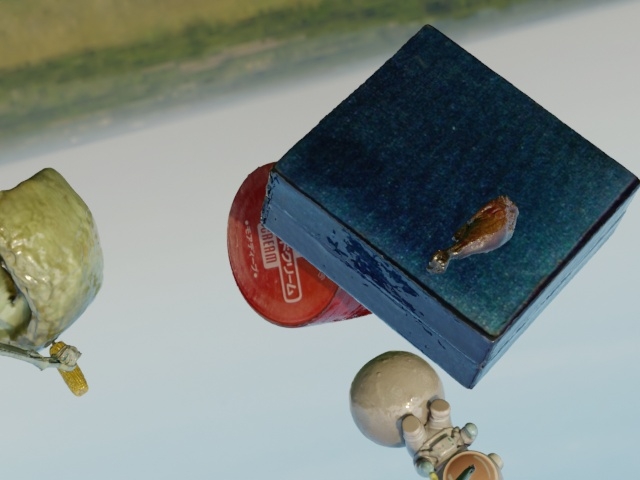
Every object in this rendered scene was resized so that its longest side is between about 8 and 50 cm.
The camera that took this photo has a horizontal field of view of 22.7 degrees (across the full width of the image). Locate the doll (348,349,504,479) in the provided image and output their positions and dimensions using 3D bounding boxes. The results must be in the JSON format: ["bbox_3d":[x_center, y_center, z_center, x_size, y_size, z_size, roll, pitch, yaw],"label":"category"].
[{"bbox_3d":[0.160,0.291,2.295,0.151,0.287,0.151,-31,153,-18],"label":"doll"}]

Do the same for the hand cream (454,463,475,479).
[{"bbox_3d":[0.119,0.328,1.810,0.083,0.048,0.224,-45,180,30],"label":"hand cream"}]

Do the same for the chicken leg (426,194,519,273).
[{"bbox_3d":[0.123,-0.006,1.255,0.062,0.037,0.145,-27,-177,21],"label":"chicken leg"}]

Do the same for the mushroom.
[{"bbox_3d":[-0.337,0.034,1.854,0.267,0.164,0.189,-43,-179,43],"label":"mushroom"}]

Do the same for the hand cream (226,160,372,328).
[{"bbox_3d":[0.000,0.000,1.788,0.193,0.193,0.125,-9,180,43],"label":"hand cream"}]

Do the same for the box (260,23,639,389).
[{"bbox_3d":[0.129,-0.038,1.598,0.261,0.279,0.116,-43,162,-30],"label":"box"}]

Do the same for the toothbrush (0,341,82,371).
[{"bbox_3d":[-0.308,0.123,1.704,0.028,0.026,0.294,-52,170,2],"label":"toothbrush"}]

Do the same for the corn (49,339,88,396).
[{"bbox_3d":[-0.312,0.156,1.977,0.028,0.083,0.027,-36,154,0],"label":"corn"}]
